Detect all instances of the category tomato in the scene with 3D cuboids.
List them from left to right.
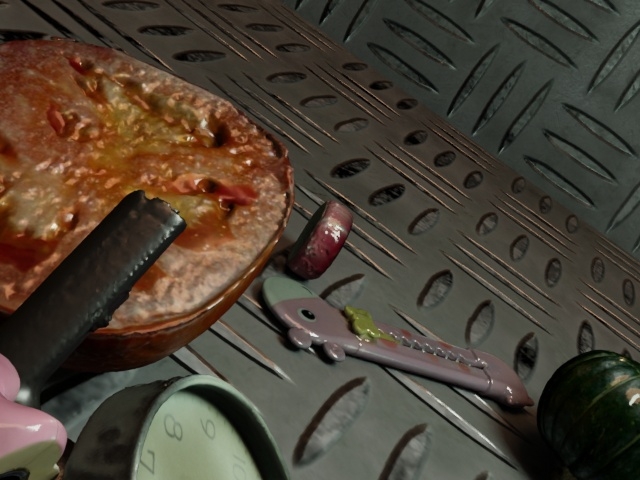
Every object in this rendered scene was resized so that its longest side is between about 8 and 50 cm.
[{"bbox_3d":[-0.201,-0.014,0.791,0.338,0.143,0.338,10,45,-10],"label":"tomato"}]

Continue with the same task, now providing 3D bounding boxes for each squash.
[{"bbox_3d":[0.344,0.224,1.082,0.218,0.172,0.218,27,16,-8],"label":"squash"}]

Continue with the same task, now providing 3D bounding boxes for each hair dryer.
[{"bbox_3d":[-0.170,0.068,0.602,0.197,0.251,0.089,35,-21,0],"label":"hair dryer"}]

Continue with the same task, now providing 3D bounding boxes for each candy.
[{"bbox_3d":[0.000,0.000,1.157,0.043,0.103,0.103,32,21,-9],"label":"candy"}]

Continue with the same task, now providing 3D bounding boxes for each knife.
[{"bbox_3d":[0.104,0.126,1.129,0.399,0.038,0.132,22,27,-32],"label":"knife"}]

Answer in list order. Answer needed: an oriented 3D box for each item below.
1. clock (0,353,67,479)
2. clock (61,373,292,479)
[{"bbox_3d":[-0.251,0.084,0.476,0.195,0.194,0.100,51,-3,18],"label":"clock"},{"bbox_3d":[-0.067,0.189,0.547,0.226,0.049,0.226,53,27,-43],"label":"clock"}]
